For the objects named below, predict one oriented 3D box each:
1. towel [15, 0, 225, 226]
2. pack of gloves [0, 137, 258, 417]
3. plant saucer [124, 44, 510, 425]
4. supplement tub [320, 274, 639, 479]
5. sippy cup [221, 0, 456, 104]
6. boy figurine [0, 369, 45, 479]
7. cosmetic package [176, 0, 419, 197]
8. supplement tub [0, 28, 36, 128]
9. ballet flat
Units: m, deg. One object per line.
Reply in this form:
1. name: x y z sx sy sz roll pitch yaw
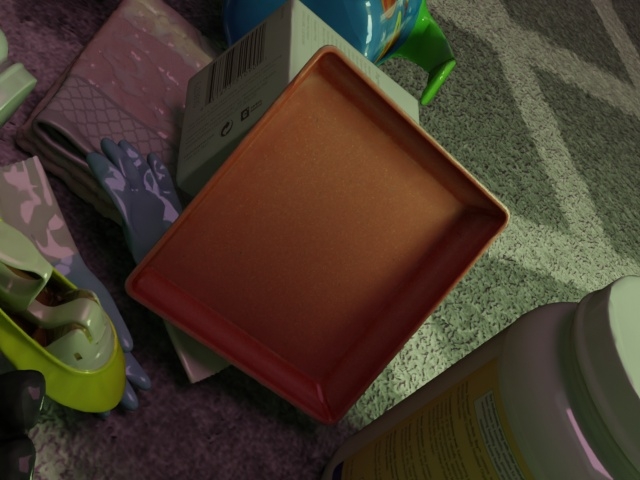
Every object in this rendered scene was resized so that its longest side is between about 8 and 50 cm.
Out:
1. towel: -0.112 -0.087 1.167 0.332 0.053 0.317 40 34 -15
2. pack of gloves: -0.163 0.019 0.958 0.195 0.046 0.232 -24 84 -43
3. plant saucer: 0.000 0.000 0.993 0.259 0.258 0.048 38 3 -32
4. supplement tub: 0.182 0.201 0.963 0.241 0.331 0.241 30 38 -27
5. sippy cup: -0.005 -0.267 1.282 0.224 0.305 0.240 -66 154 -63
6. boy figurine: -0.315 0.085 0.708 0.285 0.092 0.177 26 58 -36
7. cosmetic package: -0.016 -0.094 1.092 0.184 0.151 0.151 35 38 -31
8. supplement tub: -0.334 -0.146 0.881 0.200 0.144 0.144 43 34 -10
9. ballet flat: -0.202 0.044 0.812 0.231 0.077 0.077 48 40 -29
